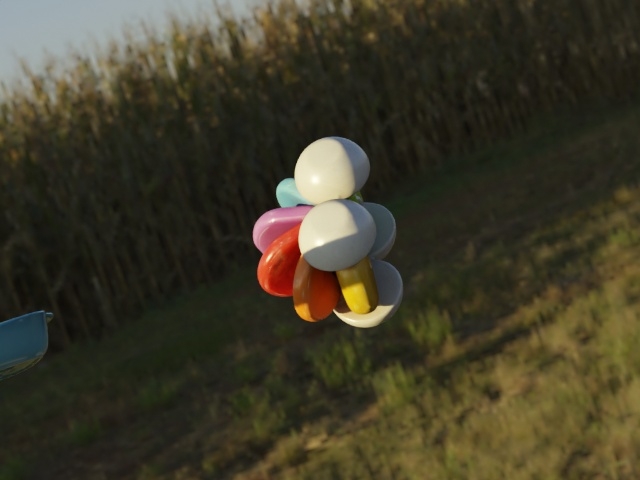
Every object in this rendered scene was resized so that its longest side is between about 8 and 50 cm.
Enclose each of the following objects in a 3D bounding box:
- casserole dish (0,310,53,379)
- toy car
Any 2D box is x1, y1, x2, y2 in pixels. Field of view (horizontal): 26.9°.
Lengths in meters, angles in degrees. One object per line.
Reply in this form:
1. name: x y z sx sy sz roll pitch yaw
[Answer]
1. casserole dish: -0.298 0.105 1.076 0.188 0.037 0.114 -20 -6 -28
2. toy car: 0.000 0.000 1.332 0.136 0.159 0.182 -14 51 12
